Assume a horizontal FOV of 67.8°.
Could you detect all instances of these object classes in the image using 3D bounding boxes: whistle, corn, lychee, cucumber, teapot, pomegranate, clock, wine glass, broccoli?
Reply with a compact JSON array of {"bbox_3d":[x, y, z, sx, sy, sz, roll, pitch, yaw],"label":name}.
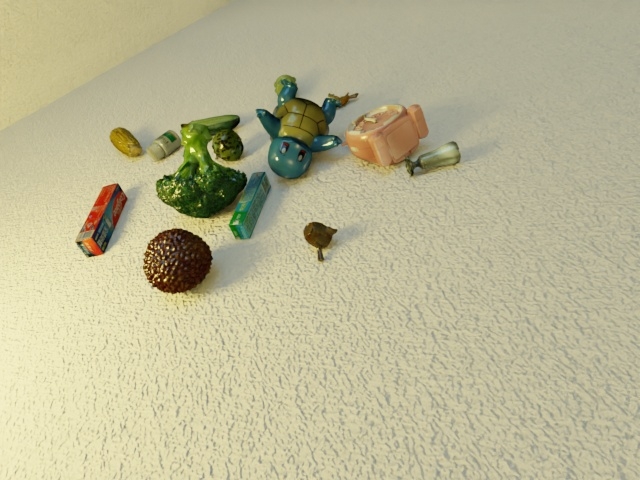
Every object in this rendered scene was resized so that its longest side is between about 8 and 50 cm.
[{"bbox_3d":[-0.149,-0.662,2.083,0.105,0.085,0.227,-16,38,3],"label":"whistle"},{"bbox_3d":[-0.846,-0.426,2.067,0.097,0.097,0.261,-36,43,-20],"label":"corn"},{"bbox_3d":[-0.389,0.059,1.283,0.188,0.188,0.188,-11,40,9],"label":"lychee"},{"bbox_3d":[-0.451,-0.474,1.998,0.243,0.063,0.115,-7,35,13],"label":"cucumber"},{"bbox_3d":[0.000,0.000,1.280,0.085,0.080,0.110,-28,45,35],"label":"teapot"},{"bbox_3d":[-0.360,-0.351,1.792,0.161,0.122,0.122,-18,33,39],"label":"pomegranate"},{"bbox_3d":[0.196,-0.343,1.563,0.227,0.142,0.241,-38,34,-18],"label":"clock"},{"bbox_3d":[0.337,-0.247,1.437,0.155,0.072,0.072,-17,40,3],"label":"wine glass"},{"bbox_3d":[-0.377,-0.215,1.518,0.297,0.298,0.297,2,10,0],"label":"broccoli"}]

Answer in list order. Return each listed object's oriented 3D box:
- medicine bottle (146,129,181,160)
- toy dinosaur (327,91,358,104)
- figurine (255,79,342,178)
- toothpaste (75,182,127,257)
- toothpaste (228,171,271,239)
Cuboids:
[{"bbox_3d":[-0.645,-0.390,1.962,0.080,0.080,0.130,17,50,34],"label":"medicine bottle"},{"bbox_3d":[0.071,-0.549,1.909,0.126,0.039,0.162,7,47,25],"label":"toy dinosaur"},{"bbox_3d":[-0.081,-0.404,1.649,0.297,0.243,0.416,24,39,-14],"label":"figurine"},{"bbox_3d":[-0.751,-0.077,1.649,0.066,0.076,0.320,-12,41,7],"label":"toothpaste"},{"bbox_3d":[-0.218,-0.116,1.499,0.050,0.065,0.267,-4,42,16],"label":"toothpaste"}]
